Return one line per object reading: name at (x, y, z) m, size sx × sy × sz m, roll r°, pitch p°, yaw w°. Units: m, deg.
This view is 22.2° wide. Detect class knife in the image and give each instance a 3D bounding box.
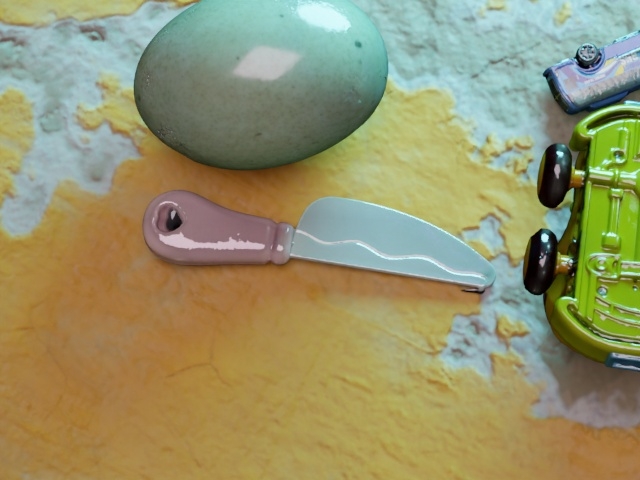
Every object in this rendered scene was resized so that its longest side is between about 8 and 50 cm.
knife at (0.000, -0.003, 1.546) m, size 0.336 × 0.043 × 0.081 m, roll 6°, pitch 72°, yaw -2°

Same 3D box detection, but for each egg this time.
egg at (-0.055, -0.150, 1.503) m, size 0.236 × 0.169 × 0.169 m, roll -12°, pitch 78°, yaw 8°

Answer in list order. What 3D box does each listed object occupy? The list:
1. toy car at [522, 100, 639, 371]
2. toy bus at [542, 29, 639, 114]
toy car at (0.284, 0.007, 1.465) m, size 0.200 × 0.142 × 0.248 m, roll 12°, pitch 69°, yaw 5°
toy bus at (0.291, -0.167, 1.547) m, size 0.153 × 0.051 × 0.061 m, roll -22°, pitch 84°, yaw -1°
